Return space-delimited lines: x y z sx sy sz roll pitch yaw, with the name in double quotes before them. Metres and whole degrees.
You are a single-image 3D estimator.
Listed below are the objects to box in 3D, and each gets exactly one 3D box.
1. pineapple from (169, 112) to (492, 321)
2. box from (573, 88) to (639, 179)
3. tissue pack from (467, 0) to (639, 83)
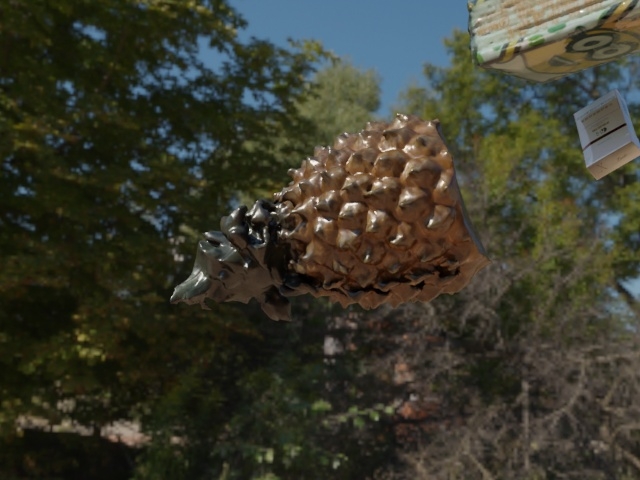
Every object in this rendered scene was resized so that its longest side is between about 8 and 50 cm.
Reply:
"pineapple" 0.000 -0.001 0.990 0.357 0.222 0.223 -20 -13 6
"box" 0.471 -0.177 1.396 0.084 0.154 0.040 -31 -57 30
"tissue pack" 0.418 -0.353 1.322 0.311 0.127 0.228 -12 -7 42
